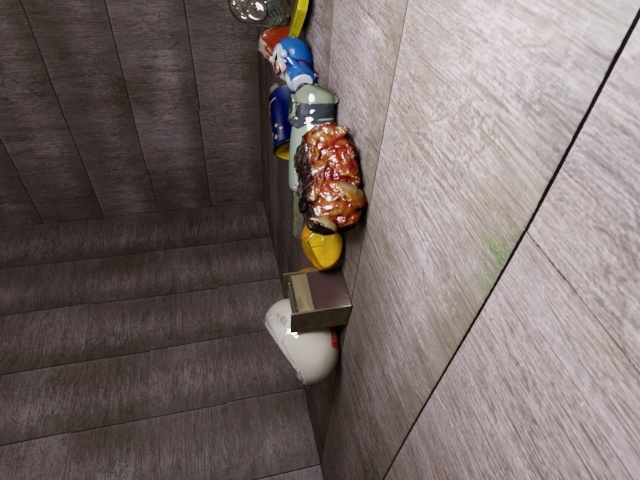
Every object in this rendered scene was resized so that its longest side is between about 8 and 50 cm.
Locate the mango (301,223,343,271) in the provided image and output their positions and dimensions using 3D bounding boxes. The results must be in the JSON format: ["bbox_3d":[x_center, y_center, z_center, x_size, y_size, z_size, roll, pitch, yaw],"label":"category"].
[{"bbox_3d":[0.000,0.000,1.595,0.257,0.137,0.187,-128,24,-73],"label":"mango"}]

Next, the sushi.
[{"bbox_3d":[0.019,-0.163,1.266,0.182,0.196,0.344,99,162,-74],"label":"sushi"}]

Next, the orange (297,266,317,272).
[{"bbox_3d":[-0.034,0.182,1.850,0.159,0.136,0.159,35,162,13],"label":"orange"}]

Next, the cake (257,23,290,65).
[{"bbox_3d":[-0.131,-0.815,1.954,0.262,0.159,0.158,49,168,-5],"label":"cake"}]

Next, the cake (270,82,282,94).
[{"bbox_3d":[-0.187,-0.660,2.179,0.135,0.098,0.288,104,156,-60],"label":"cake"}]

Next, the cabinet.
[{"bbox_3d":[-0.018,0.215,1.597,0.148,0.215,0.175,98,161,-51],"label":"cabinet"}]

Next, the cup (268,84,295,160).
[{"bbox_3d":[-0.138,-0.460,1.800,0.255,0.178,0.257,-29,64,48],"label":"cup"}]

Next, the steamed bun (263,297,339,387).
[{"bbox_3d":[-0.060,0.393,1.796,0.374,0.241,0.374,52,164,22],"label":"steamed bun"}]

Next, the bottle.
[{"bbox_3d":[-0.023,-0.331,1.441,0.168,0.168,0.347,-124,32,-65],"label":"bottle"}]

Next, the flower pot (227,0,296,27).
[{"bbox_3d":[-0.234,-0.995,1.782,0.302,0.301,0.213,-112,23,-51],"label":"flower pot"}]

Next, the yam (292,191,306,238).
[{"bbox_3d":[-0.086,-0.130,2.034,0.259,0.093,0.093,95,163,-45],"label":"yam"}]

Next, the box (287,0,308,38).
[{"bbox_3d":[-0.079,-0.836,1.614,0.279,0.040,0.153,163,116,-78],"label":"box"}]

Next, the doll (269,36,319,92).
[{"bbox_3d":[-0.094,-0.628,1.636,0.215,0.161,0.257,55,-166,-57],"label":"doll"}]
